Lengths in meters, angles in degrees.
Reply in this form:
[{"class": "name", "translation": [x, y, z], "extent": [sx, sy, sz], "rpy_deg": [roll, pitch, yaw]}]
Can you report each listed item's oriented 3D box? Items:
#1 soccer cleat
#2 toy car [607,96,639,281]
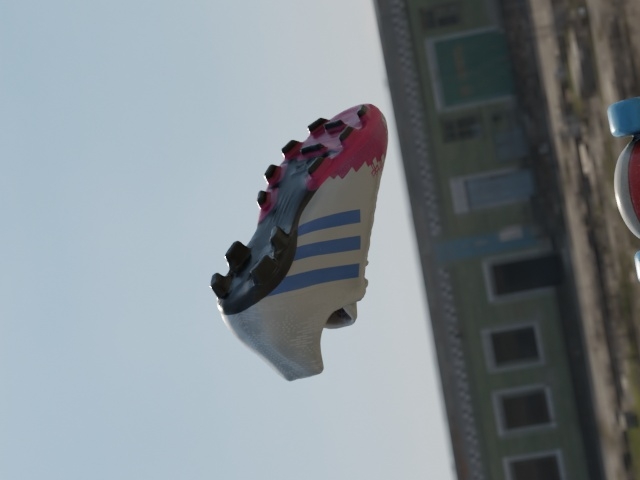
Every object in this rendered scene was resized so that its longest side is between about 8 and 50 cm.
[{"class": "soccer cleat", "translation": [0.000, 0.000, 1.423], "extent": [0.143, 0.116, 0.331], "rpy_deg": [54, -137, -24]}, {"class": "toy car", "translation": [0.489, -0.079, 1.678], "extent": [0.210, 0.238, 0.219], "rpy_deg": [-8, -93, -50]}]
